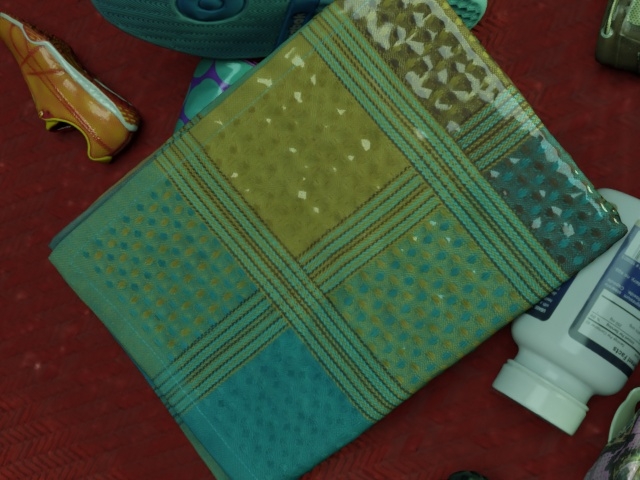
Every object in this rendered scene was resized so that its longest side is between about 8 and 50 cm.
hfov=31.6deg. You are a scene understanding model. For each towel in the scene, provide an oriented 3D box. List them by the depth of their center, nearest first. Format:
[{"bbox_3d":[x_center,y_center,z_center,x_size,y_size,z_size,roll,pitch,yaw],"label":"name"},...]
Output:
[{"bbox_3d":[0.000,0.000,0.852,0.370,0.040,0.271,-39,86,17],"label":"towel"}]

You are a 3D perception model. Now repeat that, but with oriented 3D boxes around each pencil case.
[{"bbox_3d":[-0.089,-0.083,0.940,0.070,0.064,0.152,11,81,49],"label":"pencil case"}]

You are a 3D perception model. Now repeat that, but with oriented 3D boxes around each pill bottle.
[{"bbox_3d":[0.200,0.055,0.836,0.094,0.094,0.169,32,87,16],"label":"pill bottle"}]

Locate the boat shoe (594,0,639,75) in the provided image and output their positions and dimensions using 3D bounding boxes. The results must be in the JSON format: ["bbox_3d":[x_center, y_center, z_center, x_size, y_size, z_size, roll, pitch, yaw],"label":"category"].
[{"bbox_3d":[0.257,-0.257,0.887,0.095,0.095,0.257,4,80,19],"label":"boat shoe"}]

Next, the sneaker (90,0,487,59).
[{"bbox_3d":[-0.034,-0.260,0.900,0.319,0.127,0.208,-1,71,-22],"label":"sneaker"}]

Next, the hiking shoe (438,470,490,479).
[{"bbox_3d":[0.087,0.323,0.820,0.132,0.113,0.304,23,77,-15],"label":"hiking shoe"}]

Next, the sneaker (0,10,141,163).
[{"bbox_3d":[-0.234,-0.136,0.985,0.175,0.064,0.067,45,101,19],"label":"sneaker"}]

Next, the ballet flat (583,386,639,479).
[{"bbox_3d":[0.263,0.111,0.815,0.221,0.077,0.079,-44,28,-21],"label":"ballet flat"}]
